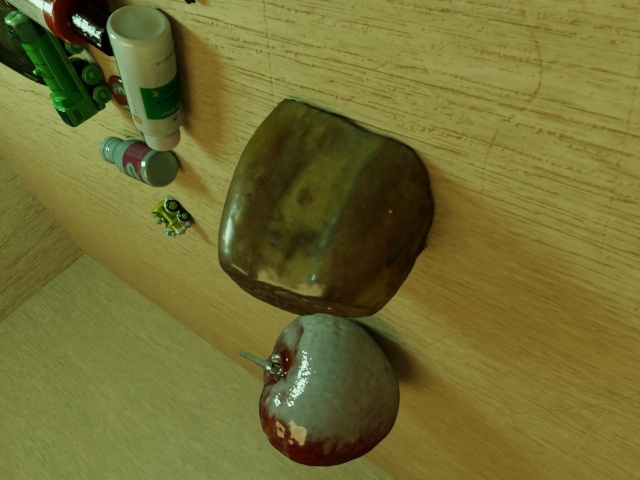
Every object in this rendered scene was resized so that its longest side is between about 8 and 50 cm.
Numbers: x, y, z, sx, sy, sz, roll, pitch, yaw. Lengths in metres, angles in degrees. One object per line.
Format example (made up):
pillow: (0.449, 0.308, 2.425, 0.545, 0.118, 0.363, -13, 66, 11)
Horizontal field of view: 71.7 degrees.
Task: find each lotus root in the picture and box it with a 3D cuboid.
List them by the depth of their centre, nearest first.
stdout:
lotus root: (0.000, 0.000, 0.651, 0.317, 0.249, 0.316, 24, 154, 12)

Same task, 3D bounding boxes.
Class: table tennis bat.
table tennis bat: (-0.408, -0.284, 0.963, 0.098, 0.019, 0.154, 19, 142, 37)

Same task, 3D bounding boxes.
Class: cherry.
cherry: (0.023, 0.325, 1.004, 0.291, 0.335, 0.325, -24, 69, 56)

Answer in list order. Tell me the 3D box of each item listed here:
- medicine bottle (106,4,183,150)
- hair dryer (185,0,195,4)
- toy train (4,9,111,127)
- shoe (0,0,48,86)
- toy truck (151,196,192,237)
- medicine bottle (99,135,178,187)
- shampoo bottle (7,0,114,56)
medicine bottle: (-0.288, -0.260, 0.758, 0.095, 0.095, 0.260, 38, 152, 7)
hair dryer: (-0.239, -0.399, 0.522, 0.129, 0.069, 0.255, 17, 152, 36)
toy train: (-0.521, -0.356, 0.892, 0.085, 0.119, 0.251, 30, 152, 24)
shoe: (-0.660, -0.453, 0.945, 0.109, 0.149, 0.293, 35, -176, 21)
toy truck: (-0.414, -0.059, 1.228, 0.111, 0.077, 0.076, 51, 152, -17)
medicine bottle: (-0.436, -0.193, 1.047, 0.217, 0.090, 0.090, 22, 147, 33)
shampoo bottle: (-0.431, -0.396, 0.728, 0.278, 0.104, 0.104, 36, 152, 11)
